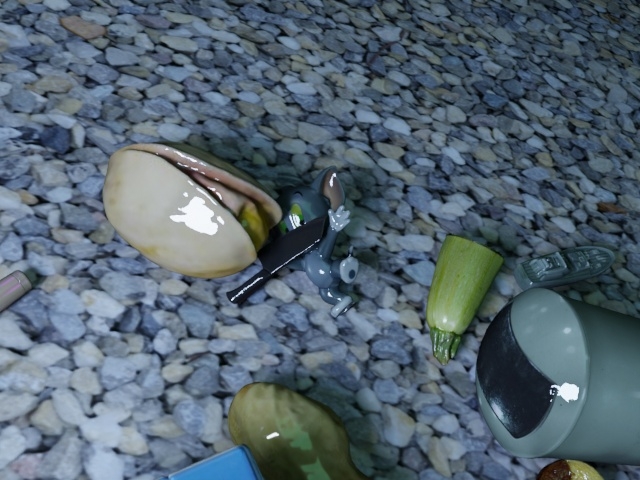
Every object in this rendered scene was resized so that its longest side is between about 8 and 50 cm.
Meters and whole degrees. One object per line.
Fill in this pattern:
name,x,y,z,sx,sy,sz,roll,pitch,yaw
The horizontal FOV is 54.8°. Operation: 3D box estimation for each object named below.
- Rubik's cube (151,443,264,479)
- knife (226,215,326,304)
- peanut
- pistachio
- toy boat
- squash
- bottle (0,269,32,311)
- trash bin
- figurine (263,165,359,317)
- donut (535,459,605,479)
Rubik's cube,-0.184,0.453,0.695,0.291,0.291,0.290,-15,62,-33
knife,-0.080,0.029,1.104,0.230,0.028,0.060,-37,72,9
peanut,-0.010,0.336,0.939,0.319,0.147,0.147,43,55,16
pistachio,-0.230,-0.061,1.078,0.308,0.230,0.230,22,53,8
toy boat,0.539,0.053,1.334,0.260,0.085,0.078,-9,60,-23
squash,0.260,0.098,1.193,0.137,0.137,0.287,31,56,4
bottle,-0.518,0.089,0.997,0.045,0.045,0.096,40,54,10
trash bin,0.485,0.250,1.068,0.432,0.280,0.280,13,54,-15
figurine,0.004,0.002,1.158,0.265,0.193,0.140,52,28,-4
donut,0.430,0.437,1.045,0.140,0.059,0.140,-3,52,3
